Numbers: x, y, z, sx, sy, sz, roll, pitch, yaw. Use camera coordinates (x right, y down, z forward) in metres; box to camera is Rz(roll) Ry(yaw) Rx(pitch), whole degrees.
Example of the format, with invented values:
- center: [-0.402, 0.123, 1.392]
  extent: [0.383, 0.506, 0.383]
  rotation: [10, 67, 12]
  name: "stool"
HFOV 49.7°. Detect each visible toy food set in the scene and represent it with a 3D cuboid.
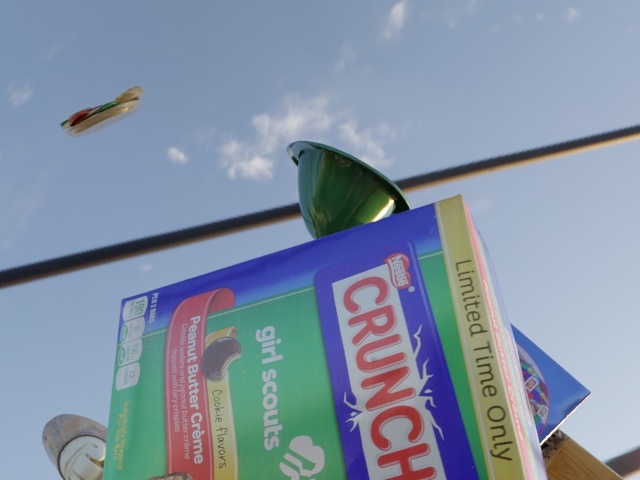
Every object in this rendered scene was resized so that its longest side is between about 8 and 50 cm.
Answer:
- center: [-0.218, -0.126, 0.690]
  extent: [0.083, 0.083, 0.020]
  rotation: [-12, -73, 49]
  name: "toy food set"

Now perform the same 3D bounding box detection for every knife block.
- center: [0.370, 0.330, 1.064]
  extent: [0.276, 0.088, 0.242]
  rotation: [-8, -78, -11]
  name: "knife block"

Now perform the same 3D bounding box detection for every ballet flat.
- center: [-0.339, 0.394, 1.132]
  extent: [0.316, 0.106, 0.107]
  rotation: [36, -102, 7]
  name: "ballet flat"

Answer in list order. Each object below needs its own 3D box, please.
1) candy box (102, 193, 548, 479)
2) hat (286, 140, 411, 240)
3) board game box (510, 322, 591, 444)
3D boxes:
- center: [-0.004, 0.143, 0.533]
  extent: [0.317, 0.268, 0.122]
  rotation: [-16, -36, 16]
  name: "candy box"
- center: [0.000, 0.000, 0.848]
  extent: [0.173, 0.208, 0.183]
  rotation: [36, -102, -32]
  name: "hat"
- center: [0.129, 0.152, 0.884]
  extent: [0.233, 0.347, 0.078]
  rotation: [-30, -29, -33]
  name: "board game box"
